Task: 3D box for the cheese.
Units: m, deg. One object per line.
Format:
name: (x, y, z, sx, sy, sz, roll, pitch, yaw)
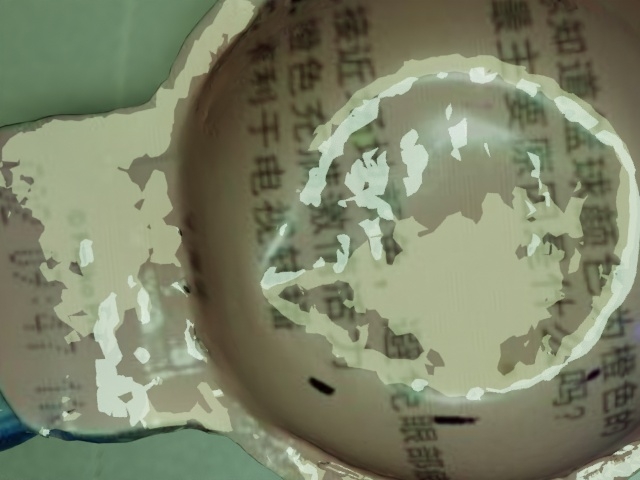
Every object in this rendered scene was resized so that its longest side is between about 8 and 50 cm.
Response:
cheese: (0.000, 0.000, 0.568, 0.286, 0.074, 0.189, -11, 96, 7)
